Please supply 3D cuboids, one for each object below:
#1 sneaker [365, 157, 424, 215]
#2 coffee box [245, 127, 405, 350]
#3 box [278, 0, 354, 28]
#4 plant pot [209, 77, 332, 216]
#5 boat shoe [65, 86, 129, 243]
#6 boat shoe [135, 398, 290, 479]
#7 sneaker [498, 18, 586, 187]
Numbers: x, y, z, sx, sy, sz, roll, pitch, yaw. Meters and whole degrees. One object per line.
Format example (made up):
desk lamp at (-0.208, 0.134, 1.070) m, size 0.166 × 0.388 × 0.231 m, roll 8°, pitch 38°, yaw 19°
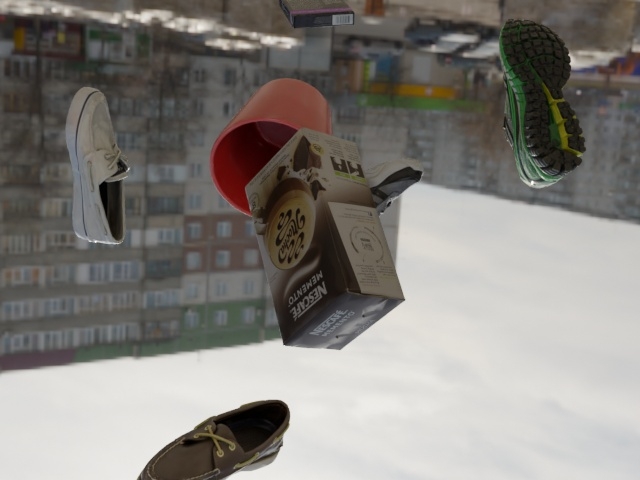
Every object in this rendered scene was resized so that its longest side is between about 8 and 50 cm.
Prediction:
sneaker at (0.090, -0.035, 1.656) m, size 0.268 × 0.153 × 0.101 m, roll -26°, pitch 164°, yaw -10°
coffee box at (0.000, 0.000, 1.422) m, size 0.118 × 0.297 × 0.168 m, roll 11°, pitch 140°, yaw -38°
box at (-0.010, -0.437, 1.732) m, size 0.116 × 0.029 × 0.162 m, roll -6°, pitch -148°, yaw -10°
plant pot at (-0.090, -0.220, 2.054) m, size 0.274 × 0.275 × 0.243 m, roll 5°, pitch -140°, yaw 7°
boat shoe at (-0.367, -0.121, 1.551) m, size 0.088 × 0.268 × 0.096 m, roll 11°, pitch -164°, yaw 23°
boat shoe at (-0.165, 0.337, 1.492) m, size 0.116 × 0.097 × 0.324 m, roll 38°, pitch -155°, yaw 26°
sneaker at (0.384, -0.260, 1.717) m, size 0.134 × 0.344 × 0.146 m, roll 3°, pitch 159°, yaw -15°
